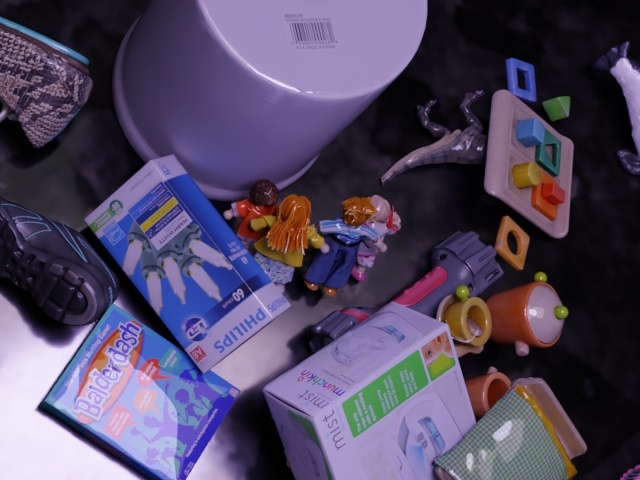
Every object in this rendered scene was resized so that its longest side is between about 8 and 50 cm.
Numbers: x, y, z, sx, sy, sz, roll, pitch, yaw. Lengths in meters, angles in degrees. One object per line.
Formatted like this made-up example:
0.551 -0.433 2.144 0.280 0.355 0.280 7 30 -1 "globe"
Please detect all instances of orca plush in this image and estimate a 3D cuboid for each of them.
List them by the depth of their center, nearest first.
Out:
0.548 -0.189 2.026 0.151 0.102 0.287 -44 84 19 "orca plush"

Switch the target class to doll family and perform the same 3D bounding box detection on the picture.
0.000 0.000 1.674 0.263 0.163 0.118 7 39 -21 "doll family"

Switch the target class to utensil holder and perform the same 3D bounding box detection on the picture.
-0.075 -0.261 1.616 0.328 0.385 0.327 6 72 -20 "utensil holder"

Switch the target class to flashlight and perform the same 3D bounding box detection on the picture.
0.122 0.087 1.759 0.304 0.103 0.103 -36 118 -29 "flashlight"

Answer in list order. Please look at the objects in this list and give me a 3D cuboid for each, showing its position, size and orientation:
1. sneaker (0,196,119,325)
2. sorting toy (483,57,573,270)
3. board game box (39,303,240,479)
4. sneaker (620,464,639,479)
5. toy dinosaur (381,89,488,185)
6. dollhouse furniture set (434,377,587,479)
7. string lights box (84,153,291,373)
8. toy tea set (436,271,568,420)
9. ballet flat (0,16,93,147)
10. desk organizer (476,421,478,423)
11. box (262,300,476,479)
-0.377 0.012 1.592 0.267 0.101 0.106 39 24 6 "sneaker"
0.333 -0.117 1.883 0.196 0.047 0.347 27 61 -39 "sorting toy"
-0.234 0.206 1.606 0.210 0.047 0.160 35 65 -8 "board game box"
0.503 0.361 1.858 0.119 0.047 0.057 -31 99 -25 "sneaker"
0.208 -0.163 1.882 0.268 0.064 0.118 -10 85 -20 "toy dinosaur"
0.323 0.346 1.601 0.197 0.151 0.301 -43 108 -27 "dollhouse furniture set"
-0.175 0.029 1.620 0.259 0.133 0.077 52 20 3 "string lights box"
0.290 0.209 1.731 0.200 0.124 0.336 -18 95 -45 "toy tea set"
-0.533 -0.278 1.581 0.483 0.164 0.182 33 86 -12 "ballet flat"
0.174 0.217 1.765 0.050 0.047 0.130 -26 86 -28 "desk organizer"
0.077 0.256 1.617 0.231 0.127 0.262 -31 119 -27 "box"
